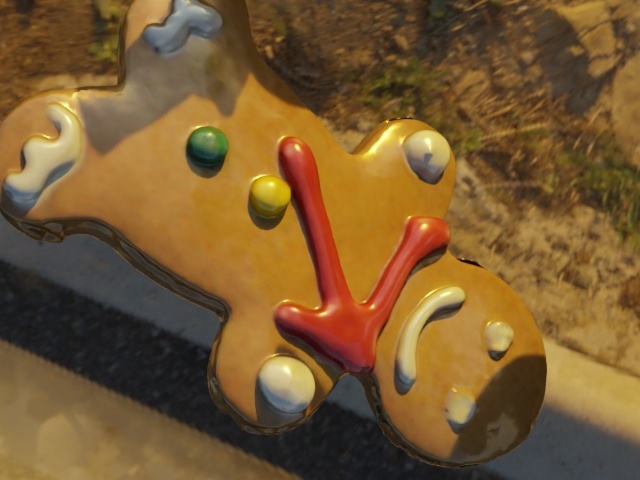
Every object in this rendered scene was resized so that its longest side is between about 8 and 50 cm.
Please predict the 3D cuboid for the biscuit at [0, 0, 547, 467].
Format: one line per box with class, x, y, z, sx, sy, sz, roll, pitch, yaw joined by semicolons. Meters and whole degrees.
biscuit;0.000;0.000;0.730;0.339;0.216;0.047;43;157;-9
